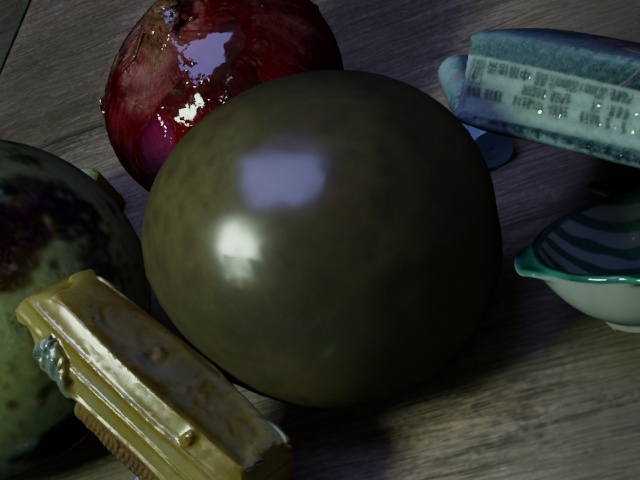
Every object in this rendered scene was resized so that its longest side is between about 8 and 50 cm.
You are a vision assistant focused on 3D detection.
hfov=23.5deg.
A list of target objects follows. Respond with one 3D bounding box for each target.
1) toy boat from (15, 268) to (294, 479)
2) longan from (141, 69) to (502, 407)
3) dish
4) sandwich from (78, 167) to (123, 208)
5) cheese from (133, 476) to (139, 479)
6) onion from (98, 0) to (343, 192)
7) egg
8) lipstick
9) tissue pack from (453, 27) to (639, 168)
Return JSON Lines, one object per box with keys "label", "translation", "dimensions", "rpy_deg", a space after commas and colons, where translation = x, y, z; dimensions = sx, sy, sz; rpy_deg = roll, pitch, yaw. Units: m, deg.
{"label": "toy boat", "translation": [-0.140, 0.151, 1.320], "dimensions": [0.310, 0.115, 0.089], "rpy_deg": [38, 43, 15]}
{"label": "longan", "translation": [0.000, 0.000, 1.351], "dimensions": [0.319, 0.319, 0.319], "rpy_deg": [-22, 38, 18]}
{"label": "dish", "translation": [0.279, 0.017, 1.282], "dimensions": [0.224, 0.078, 0.246], "rpy_deg": [-12, 20, 11]}
{"label": "sandwich", "translation": [-0.341, 0.012, 1.813], "dimensions": [0.215, 0.065, 0.186], "rpy_deg": [-19, 39, 21]}
{"label": "cheese", "translation": [-0.148, 0.254, 1.392], "dimensions": [0.245, 0.052, 0.135], "rpy_deg": [-38, 34, -4]}
{"label": "onion", "translation": [-0.108, -0.164, 1.673], "dimensions": [0.276, 0.276, 0.276], "rpy_deg": [-22, 38, 18]}
{"label": "egg", "translation": [-0.375, 0.082, 1.523], "dimensions": [0.428, 0.345, 0.345], "rpy_deg": [-27, 36, 13]}
{"label": "lipstick", "translation": [0.160, -0.137, 1.597], "dimensions": [0.048, 0.048, 0.158], "rpy_deg": [-28, 36, 10]}
{"label": "tissue pack", "translation": [0.303, -0.110, 1.308], "dimensions": [0.316, 0.228, 0.103], "rpy_deg": [21, 104, 48]}
